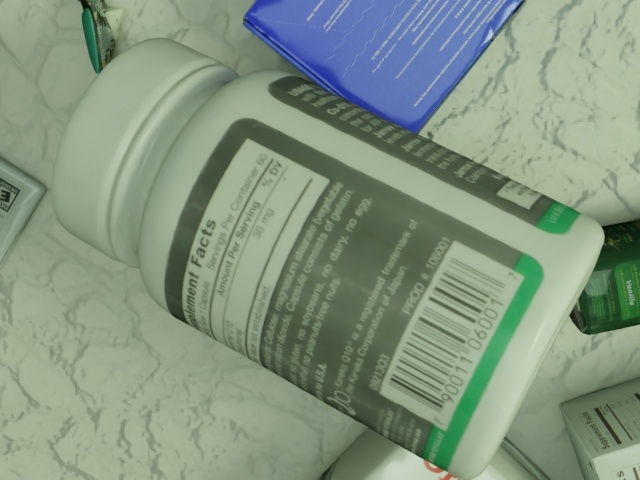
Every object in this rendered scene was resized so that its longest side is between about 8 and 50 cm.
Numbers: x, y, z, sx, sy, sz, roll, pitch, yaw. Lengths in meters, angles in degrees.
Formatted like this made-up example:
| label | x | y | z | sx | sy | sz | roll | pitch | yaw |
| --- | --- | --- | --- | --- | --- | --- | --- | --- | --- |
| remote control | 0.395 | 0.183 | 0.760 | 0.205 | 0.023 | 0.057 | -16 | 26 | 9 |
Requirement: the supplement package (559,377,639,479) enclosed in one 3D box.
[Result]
| label | x | y | z | sx | sy | sz | roll | pitch | yaw |
| --- | --- | --- | --- | --- | --- | --- | --- | --- | --- |
| supplement package | 0.337 | 0.171 | 0.790 | 0.244 | 0.134 | 0.139 | -19 | 97 | 6 |

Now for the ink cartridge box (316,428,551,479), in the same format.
| label | x | y | z | sx | sy | sz | roll | pitch | yaw |
| --- | --- | --- | --- | --- | --- | --- | --- | --- | --- |
| ink cartridge box | 0.067 | 0.286 | 0.833 | 0.207 | 0.117 | 0.283 | 43 | 99 | -2 |

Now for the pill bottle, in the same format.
| label | x | y | z | sx | sy | sz | roll | pitch | yaw |
| --- | --- | --- | --- | --- | --- | --- | --- | --- | --- |
| pill bottle | 0.000 | 0.000 | 0.723 | 0.361 | 0.204 | 0.204 | 28 | 100 | 15 |

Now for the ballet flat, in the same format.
| label | x | y | z | sx | sy | sz | roll | pitch | yaw |
| --- | --- | --- | --- | --- | --- | --- | --- | --- | --- |
| ballet flat | -0.184 | -0.196 | 0.818 | 0.041 | 0.041 | 0.114 | -16 | 99 | 6 |

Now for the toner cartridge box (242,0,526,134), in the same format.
| label | x | y | z | sx | sy | sz | roll | pitch | yaw |
| --- | --- | --- | --- | --- | --- | --- | --- | --- | --- |
| toner cartridge box | 0.110 | -0.256 | 0.770 | 0.165 | 0.075 | 0.348 | 39 | 99 | -4 |

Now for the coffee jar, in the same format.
| label | x | y | z | sx | sy | sz | roll | pitch | yaw |
| --- | --- | --- | --- | --- | --- | --- | --- | --- | --- |
| coffee jar | 0.286 | 0.018 | 0.790 | 0.185 | 0.096 | 0.079 | -12 | 101 | 6 |

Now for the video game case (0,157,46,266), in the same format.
| label | x | y | z | sx | sy | sz | roll | pitch | yaw |
| --- | --- | --- | --- | --- | --- | --- | --- | --- | --- |
| video game case | -0.369 | -0.024 | 0.863 | 0.201 | 0.023 | 0.183 | 33 | 99 | -3 |
